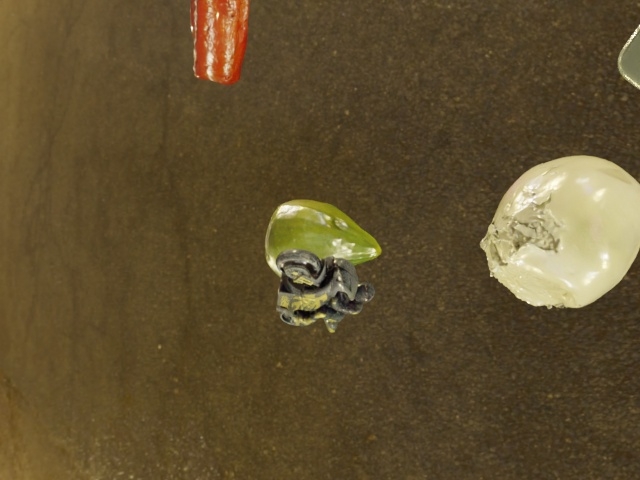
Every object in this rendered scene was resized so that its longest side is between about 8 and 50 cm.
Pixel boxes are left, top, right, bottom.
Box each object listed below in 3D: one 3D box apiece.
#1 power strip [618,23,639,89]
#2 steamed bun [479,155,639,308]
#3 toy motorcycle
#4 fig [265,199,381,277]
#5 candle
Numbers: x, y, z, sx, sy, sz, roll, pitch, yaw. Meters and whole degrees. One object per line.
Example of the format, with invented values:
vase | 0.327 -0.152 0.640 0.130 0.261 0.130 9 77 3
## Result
power strip | 0.412 -0.122 0.576 0.265 0.059 0.194 52 132 28
steamed bun | 0.485 -0.037 1.207 0.312 0.232 0.334 -58 10 -19
toy motorcycle | 0.005 0.068 0.741 0.193 0.124 0.061 93 -177 -57
fig | -0.017 0.001 1.149 0.233 0.167 0.167 -1 87 52
candle | -0.063 -0.253 0.393 0.048 0.051 0.329 -69 -4 -46
